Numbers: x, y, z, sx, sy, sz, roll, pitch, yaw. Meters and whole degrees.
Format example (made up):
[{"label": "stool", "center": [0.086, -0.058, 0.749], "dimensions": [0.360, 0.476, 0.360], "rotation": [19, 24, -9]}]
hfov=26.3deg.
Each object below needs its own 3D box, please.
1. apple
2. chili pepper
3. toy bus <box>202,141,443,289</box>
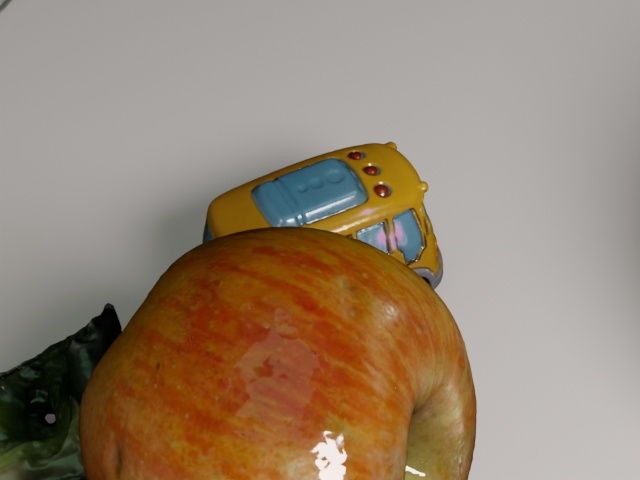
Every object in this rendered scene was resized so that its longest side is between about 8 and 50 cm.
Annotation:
[{"label": "apple", "center": [-0.039, 0.133, 0.959], "dimensions": [0.302, 0.301, 0.301], "rotation": [-4, 46, 4]}, {"label": "chili pepper", "center": [-0.273, 0.160, 1.091], "dimensions": [0.265, 0.116, 0.148], "rotation": [-14, 58, -5]}, {"label": "toy bus", "center": [0.000, 0.000, 1.179], "dimensions": [0.209, 0.136, 0.126], "rotation": [-21, 48, -14]}]
